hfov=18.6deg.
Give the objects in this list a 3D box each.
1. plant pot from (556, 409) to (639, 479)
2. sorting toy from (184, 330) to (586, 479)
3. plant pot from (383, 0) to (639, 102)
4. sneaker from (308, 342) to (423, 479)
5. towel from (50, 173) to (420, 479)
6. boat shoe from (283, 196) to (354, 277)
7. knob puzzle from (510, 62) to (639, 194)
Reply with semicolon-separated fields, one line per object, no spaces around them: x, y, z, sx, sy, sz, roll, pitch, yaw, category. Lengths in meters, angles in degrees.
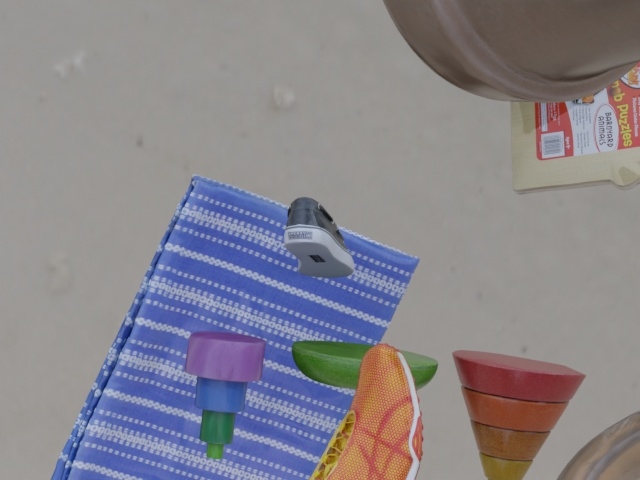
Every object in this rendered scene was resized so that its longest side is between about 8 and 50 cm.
0.295;0.266;1.344;0.323;0.280;0.323;-22;23;10;plant pot
0.054;0.156;1.691;0.365;0.127;0.126;5;94;-21;sorting toy
0.194;-0.215;1.225;0.263;0.263;0.229;-44;29;-24;plant pot
0.023;0.148;1.221;0.067;0.064;0.175;14;74;-18;sneaker
-0.078;0.129;1.778;0.243;0.040;0.336;21;100;-23;towel
0.000;0.000;1.639;0.049;0.142;0.040;-1;75;10;boat shoe
0.264;-0.126;1.712;0.213;0.030;0.213;-9;61;16;knob puzzle
